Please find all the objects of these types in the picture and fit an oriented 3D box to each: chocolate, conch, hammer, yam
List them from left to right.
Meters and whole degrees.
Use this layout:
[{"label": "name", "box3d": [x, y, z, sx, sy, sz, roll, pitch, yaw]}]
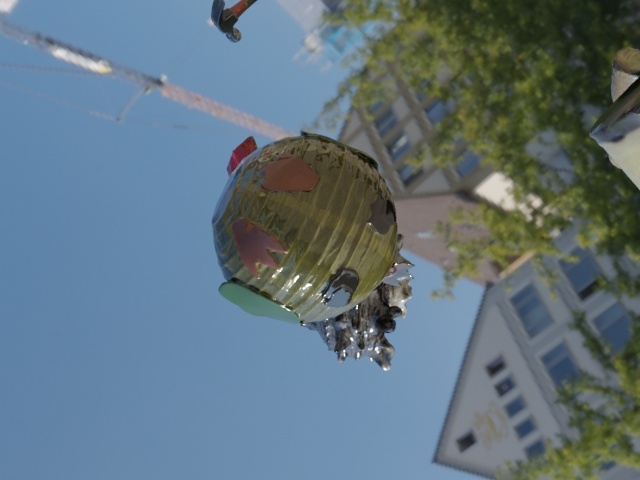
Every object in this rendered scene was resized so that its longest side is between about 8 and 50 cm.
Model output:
[{"label": "hammer", "box3d": [-0.083, -0.482, 1.723, 0.033, 0.287, 0.111, 57, -170, 27]}, {"label": "conch", "box3d": [0.082, 0.097, 1.615, 0.186, 0.241, 0.313, 29, -166, 6]}, {"label": "yam", "box3d": [0.633, -0.262, 1.932, 0.357, 0.081, 0.081, 66, 178, -58]}, {"label": "chocolate", "box3d": [0.676, -0.199, 1.618, 0.297, 0.326, 0.314, 43, -160, -1]}]

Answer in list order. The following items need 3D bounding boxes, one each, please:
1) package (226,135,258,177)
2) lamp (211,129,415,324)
[{"label": "package", "box3d": [-0.048, -0.049, 1.811, 0.423, 0.123, 0.196, 27, -142, -66]}, {"label": "lamp", "box3d": [0.000, 0.000, 1.210, 0.284, 0.250, 0.250, 28, -150, -16]}]
